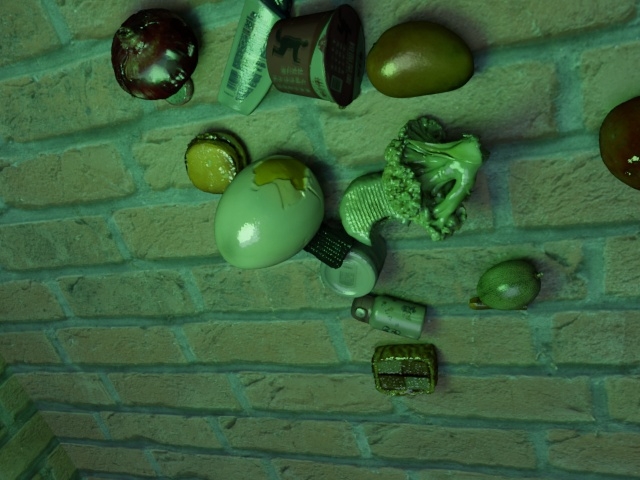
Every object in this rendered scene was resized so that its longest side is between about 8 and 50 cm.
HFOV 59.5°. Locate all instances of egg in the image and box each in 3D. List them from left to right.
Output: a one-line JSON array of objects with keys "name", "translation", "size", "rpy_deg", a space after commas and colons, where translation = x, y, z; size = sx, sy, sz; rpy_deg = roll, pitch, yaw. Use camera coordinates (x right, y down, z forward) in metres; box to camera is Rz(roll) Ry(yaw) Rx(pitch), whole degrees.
[{"name": "egg", "translation": [-0.151, -0.071, 1.580], "size": [0.283, 0.345, 0.283], "rpy_deg": [38, 159, 18]}]

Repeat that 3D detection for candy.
[{"name": "candy", "translation": [-0.418, -0.443, 1.621], "size": [0.103, 0.043, 0.103], "rpy_deg": [10, 122, 17]}]

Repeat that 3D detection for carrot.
[{"name": "carrot", "translation": [0.532, 0.190, 1.668], "size": [0.170, 0.042, 0.042], "rpy_deg": [1, 121, 19]}]

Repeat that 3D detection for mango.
[{"name": "mango", "translation": [0.234, -0.434, 1.337], "size": [0.254, 0.139, 0.176], "rpy_deg": [-5, 131, 14]}]

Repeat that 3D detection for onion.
[{"name": "onion", "translation": [-0.452, -0.497, 1.480], "size": [0.251, 0.219, 0.252], "rpy_deg": [-1, 86, 21]}]

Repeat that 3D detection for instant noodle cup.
[{"name": "instant noodle cup", "translation": [-0.012, -0.452, 1.370], "size": [0.178, 0.235, 0.235], "rpy_deg": [10, 124, 26]}]

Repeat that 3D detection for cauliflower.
[{"name": "cauliflower", "translation": [0.304, -0.163, 1.403], "size": [0.280, 0.260, 0.327], "rpy_deg": [-10, 88, 30]}]

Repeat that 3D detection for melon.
[{"name": "melon", "translation": [0.534, 0.125, 1.568], "size": [0.192, 0.139, 0.139], "rpy_deg": [-26, 109, 34]}]

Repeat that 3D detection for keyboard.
[{"name": "keyboard", "translation": [0.000, 0.000, 1.636], "size": [0.016, 0.262, 0.106], "rpy_deg": [27, 92, -38]}]

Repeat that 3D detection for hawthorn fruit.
[{"name": "hawthorn fruit", "translation": [0.723, -0.202, 1.223], "size": [0.210, 0.262, 0.211], "rpy_deg": [11, 126, 16]}]

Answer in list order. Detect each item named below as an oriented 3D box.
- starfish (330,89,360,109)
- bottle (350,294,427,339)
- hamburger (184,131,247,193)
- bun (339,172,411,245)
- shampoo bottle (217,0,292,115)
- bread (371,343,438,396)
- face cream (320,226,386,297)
[{"name": "starfish", "translation": [0.064, -0.391, 1.489], "size": [0.078, 0.028, 0.091], "rpy_deg": [21, 120, 9]}, {"name": "bottle", "translation": [0.212, 0.234, 1.770], "size": [0.233, 0.110, 0.110], "rpy_deg": [14, 124, 11]}, {"name": "hamburger", "translation": [-0.314, -0.236, 1.666], "size": [0.190, 0.118, 0.182], "rpy_deg": [26, 122, -1]}, {"name": "bun", "translation": [0.161, -0.087, 1.580], "size": [0.212, 0.126, 0.204], "rpy_deg": [1, 95, 13]}, {"name": "shampoo bottle", "translation": [-0.163, -0.504, 1.471], "size": [0.134, 0.078, 0.360], "rpy_deg": [26, 125, -1]}, {"name": "bread", "translation": [0.285, 0.430, 1.872], "size": [0.222, 0.096, 0.182], "rpy_deg": [-7, 118, 21]}, {"name": "face cream", "translation": [0.100, 0.062, 1.678], "size": [0.177, 0.153, 0.178], "rpy_deg": [10, 124, 15]}]
